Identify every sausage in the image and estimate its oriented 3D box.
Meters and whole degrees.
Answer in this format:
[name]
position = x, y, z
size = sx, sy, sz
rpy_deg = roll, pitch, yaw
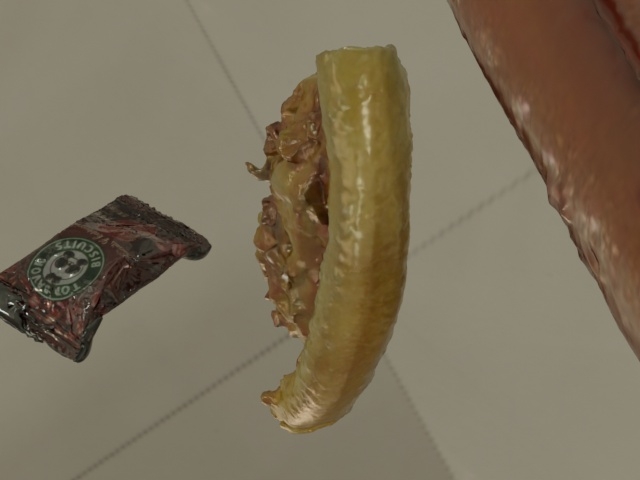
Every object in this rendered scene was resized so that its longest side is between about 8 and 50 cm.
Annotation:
[sausage]
position = 0.106, -0.050, 0.503
size = 0.102, 0.102, 0.330
rpy_deg = -34, 45, 14

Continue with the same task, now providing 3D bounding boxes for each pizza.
[pizza]
position = 0.000, 0.000, 1.106
size = 0.073, 0.365, 0.182
rpy_deg = -14, 54, -22

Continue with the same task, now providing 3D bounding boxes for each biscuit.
[biscuit]
position = -0.238, 0.030, 1.737
size = 0.151, 0.063, 0.235
rpy_deg = 25, 50, 33
